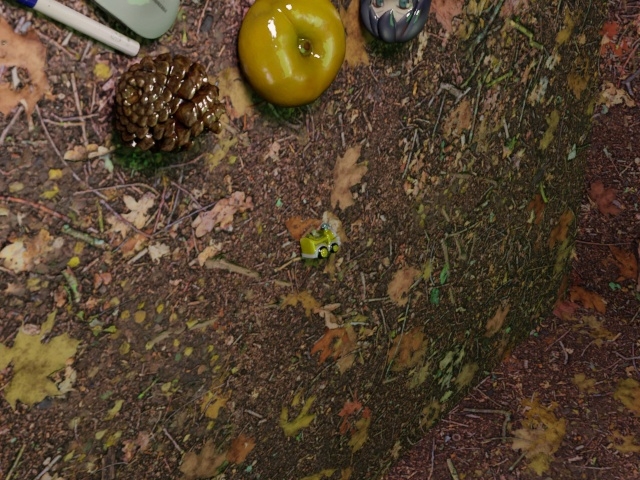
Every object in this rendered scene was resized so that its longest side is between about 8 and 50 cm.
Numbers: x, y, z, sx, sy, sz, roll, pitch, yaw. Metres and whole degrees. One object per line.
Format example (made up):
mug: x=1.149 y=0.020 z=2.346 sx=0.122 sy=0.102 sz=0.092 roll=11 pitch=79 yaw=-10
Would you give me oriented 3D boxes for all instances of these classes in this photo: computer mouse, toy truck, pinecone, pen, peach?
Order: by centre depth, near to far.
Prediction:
pen: x=-0.412 y=-0.370 z=1.203 sx=0.269 sy=0.033 sz=0.033 roll=16 pitch=99 yaw=-52
computer mouse: x=-0.330 y=-0.440 z=1.224 sx=0.231 sy=0.079 sz=0.128 roll=33 pitch=83 yaw=-49
pinecone: x=-0.277 y=-0.246 z=1.321 sx=0.204 sy=0.184 sz=0.179 roll=-3 pitch=90 yaw=-74
peach: x=-0.060 y=-0.405 z=1.499 sx=0.251 sy=0.153 sz=0.251 roll=-9 pitch=105 yaw=-36
toy truck: x=0.000 y=0.000 z=1.868 sx=0.111 sy=0.076 sz=0.077 roll=-27 pitch=110 yaw=-38

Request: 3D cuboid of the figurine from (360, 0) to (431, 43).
figurine: x=0.176 y=-0.586 z=1.638 sx=0.197 sy=0.175 sz=0.265 roll=-18 pitch=132 yaw=-47
